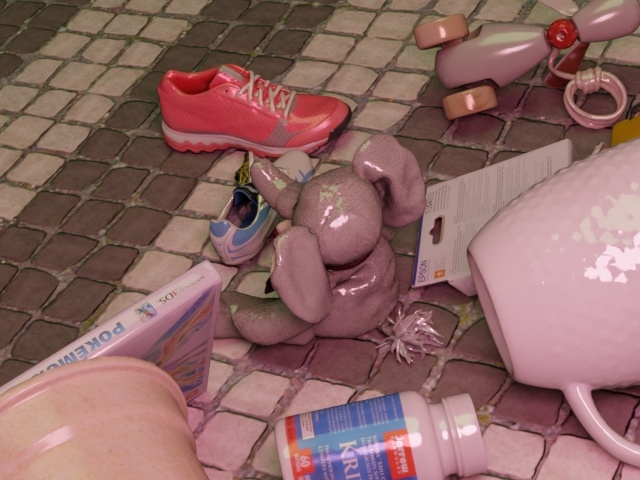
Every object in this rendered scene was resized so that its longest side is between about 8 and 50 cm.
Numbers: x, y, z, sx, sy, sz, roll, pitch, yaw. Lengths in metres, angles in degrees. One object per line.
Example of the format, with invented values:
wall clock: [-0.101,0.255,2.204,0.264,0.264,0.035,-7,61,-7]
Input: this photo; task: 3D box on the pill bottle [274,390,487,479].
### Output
pill bottle: [0.067,0.236,1.491,0.222,0.124,0.124,-13,40,1]

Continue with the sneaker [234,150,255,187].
sneaker: [-0.114,-0.105,2.015,0.035,0.031,0.083,-11,40,3]

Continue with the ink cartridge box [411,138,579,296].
ink cartridge box: [0.239,-0.024,1.796,0.224,0.045,0.223,-18,36,25]

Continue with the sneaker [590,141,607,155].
sneaker: [0.379,-0.106,1.878,0.037,0.032,0.083,-6,44,40]

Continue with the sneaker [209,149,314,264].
sneaker: [-0.080,-0.063,1.916,0.085,0.086,0.237,10,44,28]

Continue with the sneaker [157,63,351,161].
sneaker: [-0.111,-0.206,2.052,0.314,0.136,0.116,1,43,16]

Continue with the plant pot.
plant pot: [-0.201,0.340,1.328,0.334,0.333,0.305,-30,54,-20]

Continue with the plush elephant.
plush elephant: [0.000,0.000,1.685,0.330,0.255,0.272,23,51,35]

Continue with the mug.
mug: [0.363,0.075,1.517,0.328,0.276,0.374,-19,72,1]

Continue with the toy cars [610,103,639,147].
toy cars: [0.573,-0.233,1.874,0.393,0.087,0.176,-48,23,-3]

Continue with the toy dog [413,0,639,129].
toy dog: [0.309,-0.289,2.025,0.334,0.220,0.161,4,10,8]

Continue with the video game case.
video game case: [-0.247,0.179,1.505,0.300,0.329,0.036,-33,71,-22]
